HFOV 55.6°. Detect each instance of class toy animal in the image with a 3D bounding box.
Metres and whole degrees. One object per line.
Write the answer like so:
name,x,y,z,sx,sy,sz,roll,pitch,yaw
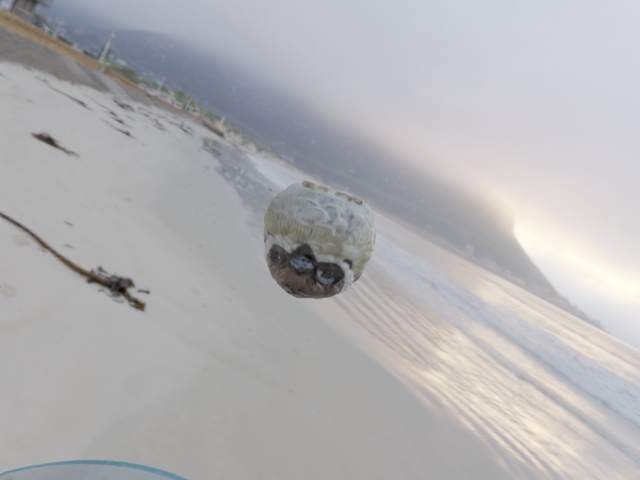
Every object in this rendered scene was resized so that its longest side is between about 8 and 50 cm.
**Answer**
toy animal,0.000,0.000,0.513,0.098,0.098,0.137,28,9,6

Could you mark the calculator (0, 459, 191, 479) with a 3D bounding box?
calculator,-0.257,0.330,0.581,0.387,0.256,0.054,-12,-59,33
